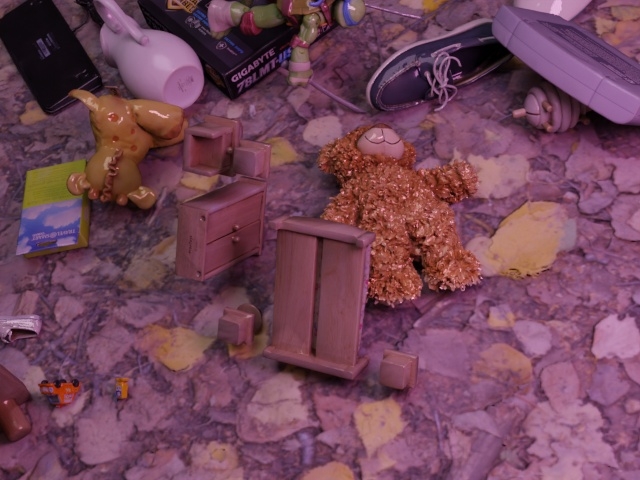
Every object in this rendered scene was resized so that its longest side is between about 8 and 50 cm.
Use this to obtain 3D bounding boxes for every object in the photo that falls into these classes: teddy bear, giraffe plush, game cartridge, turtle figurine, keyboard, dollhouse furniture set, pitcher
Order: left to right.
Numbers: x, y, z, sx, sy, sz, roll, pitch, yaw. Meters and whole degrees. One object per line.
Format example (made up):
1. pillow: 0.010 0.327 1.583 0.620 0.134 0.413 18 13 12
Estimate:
1. keyboard: -0.471 -0.368 2.090 0.201 0.033 0.317 -34 52 -3
2. giraffe plush: -0.313 -0.137 1.794 0.181 0.210 0.170 6 84 16
3. pitcher: -0.297 -0.317 1.903 0.125 0.177 0.207 -42 53 -11
4. turtle figurine: -0.027 -0.336 1.830 0.266 0.275 0.197 18 91 30
5. dollhouse furniture set: 0.000 0.000 1.547 0.356 0.303 0.174 13 20 23
6. teddy bear: 0.109 -0.049 1.622 0.245 0.113 0.338 -5 52 10
7. game cartridge: 0.393 -0.254 1.662 0.294 0.196 0.060 46 119 38

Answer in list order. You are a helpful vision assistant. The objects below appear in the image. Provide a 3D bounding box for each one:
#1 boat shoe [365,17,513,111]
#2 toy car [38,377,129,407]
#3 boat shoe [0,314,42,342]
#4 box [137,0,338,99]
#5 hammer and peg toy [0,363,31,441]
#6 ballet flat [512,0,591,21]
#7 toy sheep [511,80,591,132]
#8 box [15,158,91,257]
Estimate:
1. boat shoe: 0.193 -0.266 1.779 0.254 0.095 0.079 -24 39 -14
2. toy car: -0.332 0.213 1.584 0.122 0.060 0.040 -3 84 22
3. boat shoe: -0.466 0.135 1.695 0.100 0.035 0.035 -5 49 4
4. box: -0.126 -0.417 2.002 0.293 0.073 0.295 -37 53 -12
5. hammer and peg toy: -0.522 0.220 1.445 0.266 0.361 0.127 -32 72 -11
6. ballet flat: 0.442 -0.508 1.867 0.139 0.139 0.400 30 67 33
7. toy sheep: 0.348 -0.200 1.684 0.132 0.091 0.091 -8 50 -10
8. box: -0.424 -0.045 1.816 0.109 0.042 0.178 -11 51 9
